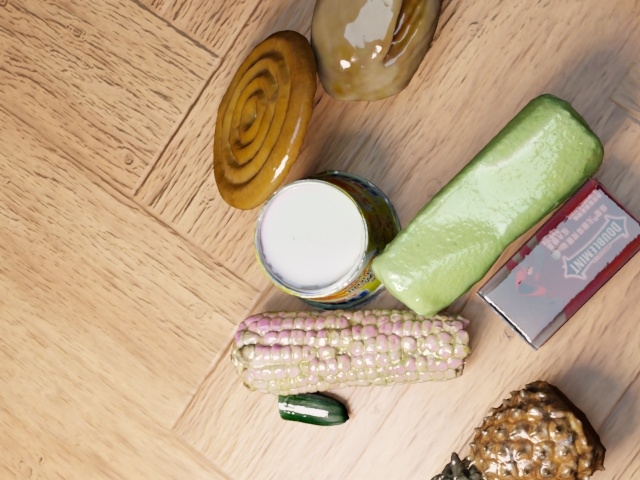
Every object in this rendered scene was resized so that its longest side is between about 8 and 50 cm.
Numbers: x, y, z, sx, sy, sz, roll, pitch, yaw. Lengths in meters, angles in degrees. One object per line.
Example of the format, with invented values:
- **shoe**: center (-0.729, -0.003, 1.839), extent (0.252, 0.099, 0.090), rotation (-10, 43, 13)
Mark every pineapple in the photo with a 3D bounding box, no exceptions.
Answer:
- **pineapple**: center (0.204, 0.339, 1.611), extent (0.364, 0.165, 0.165), rotation (-41, 80, 12)

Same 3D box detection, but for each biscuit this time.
- **biscuit**: center (-0.085, -0.169, 1.664), extent (0.037, 0.262, 0.261), rotation (16, 94, -28)

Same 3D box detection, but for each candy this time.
- **candy**: center (0.222, -0.044, 1.601), extent (0.343, 0.142, 0.132), rotation (-43, 102, 1)

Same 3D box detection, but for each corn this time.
- **corn**: center (0.042, 0.146, 1.675), extent (0.335, 0.126, 0.126), rotation (-6, 88, 10)

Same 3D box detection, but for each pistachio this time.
- **pistachio**: center (0.073, -0.324, 1.661), extent (0.197, 0.166, 0.288), rotation (-1, 72, 52)

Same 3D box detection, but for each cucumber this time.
- **cucumber**: center (-0.010, 0.240, 1.721), extent (0.105, 0.048, 0.048), rotation (8, 91, 14)

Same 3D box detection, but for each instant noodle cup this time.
- **instant noodle cup**: center (0.000, 0.000, 1.670), extent (0.205, 0.153, 0.204), rotation (0, 89, 16)

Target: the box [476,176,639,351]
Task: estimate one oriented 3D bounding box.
- **box**: center (0.329, 0.032, 1.630), extent (0.224, 0.069, 0.120), rotation (-45, 79, 8)
